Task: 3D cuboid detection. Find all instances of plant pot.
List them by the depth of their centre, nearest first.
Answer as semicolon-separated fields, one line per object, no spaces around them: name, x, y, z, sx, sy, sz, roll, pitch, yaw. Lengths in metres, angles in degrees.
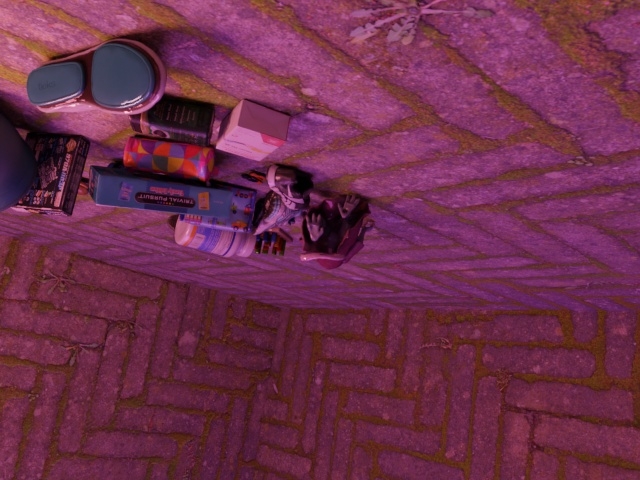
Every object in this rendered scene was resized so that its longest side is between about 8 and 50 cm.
plant pot;-0.875;-0.237;1.446;0.271;0.272;0.255;10;151;-4

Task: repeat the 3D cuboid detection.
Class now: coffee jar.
coffee jar;-0.330;-0.267;1.300;0.184;0.079;0.096;10;169;-10

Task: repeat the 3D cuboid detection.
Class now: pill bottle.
pill bottle;-0.379;-0.025;2.154;0.271;0.153;0.152;17;164;-32

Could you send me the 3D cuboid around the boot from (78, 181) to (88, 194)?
boot;-0.934;-0.175;1.989;0.304;0.115;0.112;9;164;-5

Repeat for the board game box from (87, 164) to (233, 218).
board game box;-0.436;-0.131;1.583;0.335;0.079;0.253;6;-171;-27

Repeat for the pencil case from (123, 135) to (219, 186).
pencil case;-0.389;-0.209;1.539;0.236;0.105;0.104;10;166;1

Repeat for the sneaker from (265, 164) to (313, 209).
sneaker;-0.061;-0.140;1.644;0.106;0.078;0.234;6;164;23

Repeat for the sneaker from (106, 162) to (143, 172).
sneaker;-0.555;-0.170;1.828;0.090;0.082;0.232;10;167;28

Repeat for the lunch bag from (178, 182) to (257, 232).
lunch bag;-0.345;-0.100;1.926;0.220;0.138;0.293;10;176;-15

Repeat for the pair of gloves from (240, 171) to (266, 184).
pair of gloves;-0.185;-0.181;1.700;0.074;0.010;0.083;18;166;-37

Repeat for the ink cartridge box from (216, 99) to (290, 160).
ink cartridge box;-0.162;-0.238;1.333;0.115;0.067;0.198;15;165;-24

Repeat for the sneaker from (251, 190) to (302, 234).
sneaker;-0.143;-0.073;1.907;0.122;0.110;0.283;11;167;-21

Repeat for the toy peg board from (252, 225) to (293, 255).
toy peg board;-0.213;0.005;2.321;0.161;0.079;0.160;4;165;18

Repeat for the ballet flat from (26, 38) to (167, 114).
ballet flat;-0.408;-0.307;1.147;0.399;0.139;0.139;5;166;33

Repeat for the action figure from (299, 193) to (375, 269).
action figure;0.055;0.014;1.841;0.247;0.276;0.370;3;152;-1

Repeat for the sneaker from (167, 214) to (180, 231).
sneaker;-0.500;-0.038;2.314;0.227;0.087;0.130;11;161;-30

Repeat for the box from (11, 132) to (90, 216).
box;-0.741;-0.183;1.608;0.175;0.221;0.051;5;166;13
